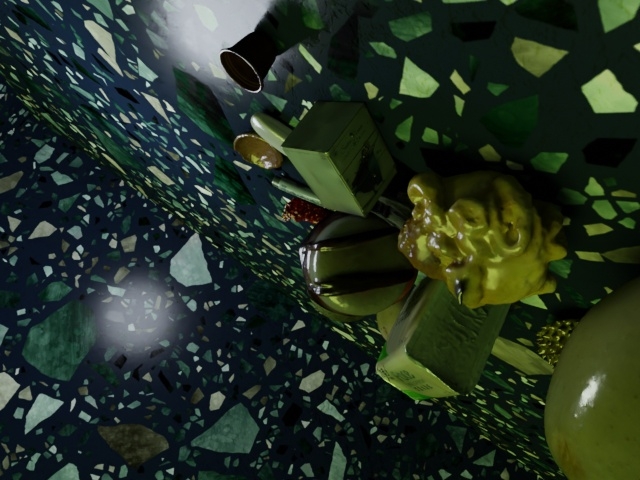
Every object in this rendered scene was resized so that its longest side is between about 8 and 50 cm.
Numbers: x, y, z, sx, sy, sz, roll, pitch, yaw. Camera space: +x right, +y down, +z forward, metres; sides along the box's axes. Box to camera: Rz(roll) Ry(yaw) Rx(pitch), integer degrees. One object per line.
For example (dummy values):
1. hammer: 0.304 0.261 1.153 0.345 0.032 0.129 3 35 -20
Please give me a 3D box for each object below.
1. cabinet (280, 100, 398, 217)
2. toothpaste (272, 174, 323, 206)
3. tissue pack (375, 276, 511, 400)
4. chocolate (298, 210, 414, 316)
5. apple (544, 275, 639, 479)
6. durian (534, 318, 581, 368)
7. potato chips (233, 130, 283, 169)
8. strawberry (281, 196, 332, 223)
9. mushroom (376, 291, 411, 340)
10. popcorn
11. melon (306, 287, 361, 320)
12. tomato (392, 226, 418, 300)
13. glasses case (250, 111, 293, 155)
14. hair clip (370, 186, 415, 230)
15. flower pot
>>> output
1. cabinet: 0.050 -0.178 1.072 0.150 0.145 0.206 16 154 43
2. toothpaste: -0.043 -0.142 1.482 0.239 0.039 0.062 25 163 22
3. tissue pack: 0.325 0.251 1.343 0.205 0.332 0.405 32 160 6
4. chocolate: 0.079 0.057 1.138 0.283 0.284 0.186 35 -175 2
5. apple: 0.589 0.271 0.745 0.473 0.474 0.474 31 161 12
6. durian: 0.634 0.264 1.185 0.172 0.166 0.306 61 164 23
7. potato chips: -0.173 -0.263 1.395 0.150 0.049 0.201 33 159 -8
8. strawberry: -0.023 -0.087 1.544 0.208 0.087 0.167 11 -177 -6
9. mushroom: 0.304 0.272 1.708 0.204 0.204 0.204 31 161 12
10. popcorn: 0.303 0.012 0.943 0.315 0.281 0.297 10 134 27
11. melon: 0.081 0.159 1.680 0.248 0.249 0.329 24 160 29
12. tomato: 0.138 0.068 1.356 0.265 0.265 0.265 31 161 12
13. glasses case: -0.096 -0.263 1.262 0.197 0.049 0.076 35 161 0
14. hair clip: 0.242 -0.038 1.177 0.321 0.091 0.138 43 172 15
15. flower pot: -0.140 -0.377 1.004 0.111 0.089 0.111 31 162 12
